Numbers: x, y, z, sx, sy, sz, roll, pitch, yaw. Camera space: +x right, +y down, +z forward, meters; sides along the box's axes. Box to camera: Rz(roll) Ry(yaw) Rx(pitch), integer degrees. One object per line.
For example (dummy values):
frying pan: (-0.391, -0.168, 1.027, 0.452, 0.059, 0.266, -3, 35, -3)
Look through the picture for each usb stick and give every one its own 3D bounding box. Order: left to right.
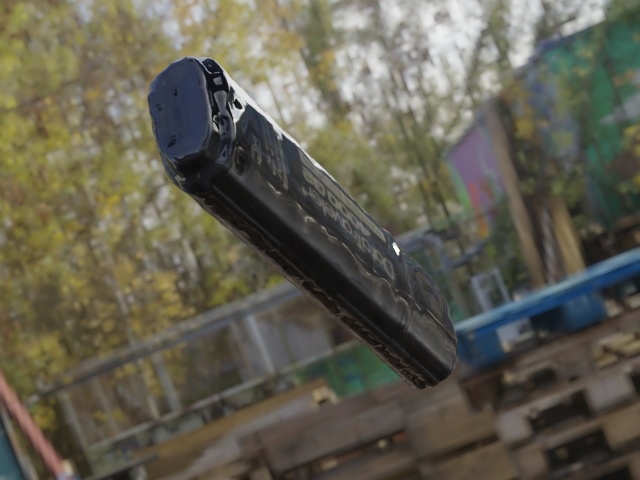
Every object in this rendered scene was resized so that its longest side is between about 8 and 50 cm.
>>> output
usb stick: (0.000, 0.000, 0.792, 0.045, 0.077, 0.278, -23, -35, 18)
